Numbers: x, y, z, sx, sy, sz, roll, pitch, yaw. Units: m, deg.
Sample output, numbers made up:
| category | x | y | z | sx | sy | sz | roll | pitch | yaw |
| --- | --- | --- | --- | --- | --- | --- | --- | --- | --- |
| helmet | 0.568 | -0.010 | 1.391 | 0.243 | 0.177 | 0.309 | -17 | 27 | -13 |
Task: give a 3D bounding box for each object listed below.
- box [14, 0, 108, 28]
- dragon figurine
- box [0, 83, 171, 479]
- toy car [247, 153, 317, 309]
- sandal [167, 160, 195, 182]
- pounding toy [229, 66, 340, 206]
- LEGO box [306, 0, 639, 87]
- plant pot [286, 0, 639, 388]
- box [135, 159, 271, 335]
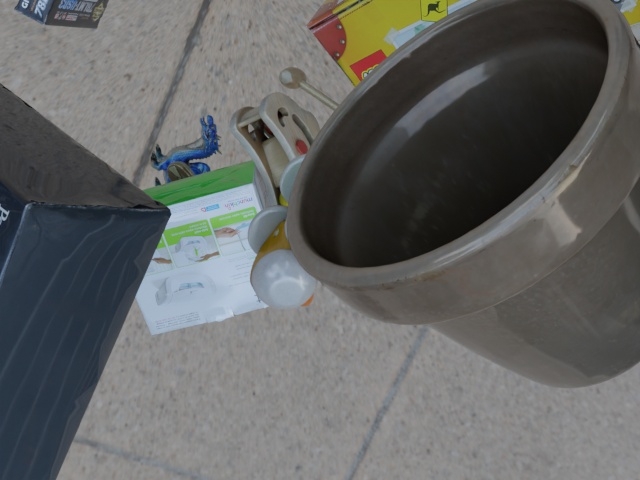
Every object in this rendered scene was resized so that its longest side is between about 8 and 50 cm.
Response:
| category | x | y | z | sx | sy | sz | roll | pitch | yaw |
| --- | --- | --- | --- | --- | --- | --- | --- | --- | --- |
| box | -0.445 | -0.553 | 1.715 | 0.073 | 0.295 | 0.293 | 29 | 104 | 0 |
| dragon figurine | -0.281 | -0.122 | 1.880 | 0.144 | 0.085 | 0.289 | 8 | 114 | -1 |
| box | -0.221 | 0.051 | 0.508 | 0.184 | 0.103 | 0.261 | 33 | 107 | 26 |
| toy car | 0.000 | 0.000 | 1.047 | 0.136 | 0.159 | 0.182 | 25 | 116 | -20 |
| sandal | -0.252 | -0.102 | 1.797 | 0.072 | 0.049 | 0.180 | 5 | 143 | 22 |
| pounding toy | -0.038 | -0.169 | 1.472 | 0.155 | 0.154 | 0.269 | -20 | 79 | 31 |
| LEGO box | 0.294 | -0.315 | 1.313 | 0.500 | 0.193 | 0.372 | -19 | 120 | 42 |
| plant pot | 0.144 | -0.010 | 0.647 | 0.263 | 0.263 | 0.229 | -39 | 121 | 8 |
| box | -0.200 | 0.015 | 1.542 | 0.262 | 0.126 | 0.231 | -15 | 115 | 7 |
